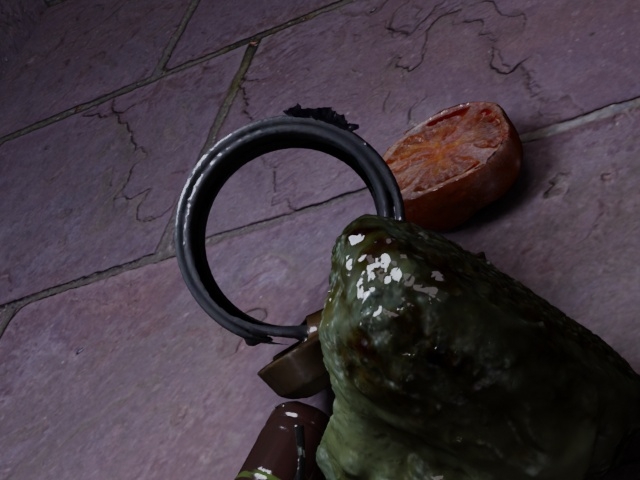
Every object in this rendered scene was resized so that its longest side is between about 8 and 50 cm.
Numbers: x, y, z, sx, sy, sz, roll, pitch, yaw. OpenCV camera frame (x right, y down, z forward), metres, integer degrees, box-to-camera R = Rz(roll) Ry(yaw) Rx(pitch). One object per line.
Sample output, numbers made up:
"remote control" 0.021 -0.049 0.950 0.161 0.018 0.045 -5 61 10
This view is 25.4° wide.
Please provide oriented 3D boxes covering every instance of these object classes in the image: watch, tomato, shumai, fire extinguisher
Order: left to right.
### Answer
"fire extinguisher" -0.077 0.335 1.644 0.105 0.141 0.341 19 48 11
"watch" 0.000 0.000 1.778 0.335 0.326 0.314 -28 -3 0
"shumai" 0.124 0.190 1.492 0.348 0.395 0.395 -60 28 11
"tomato" 0.191 -0.097 2.012 0.237 0.095 0.236 -27 27 15
